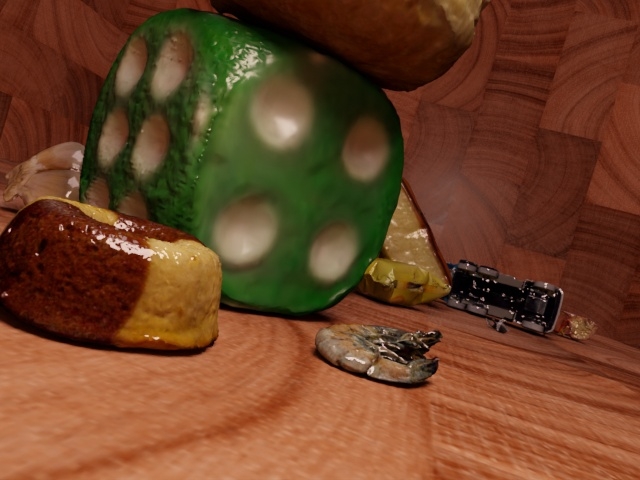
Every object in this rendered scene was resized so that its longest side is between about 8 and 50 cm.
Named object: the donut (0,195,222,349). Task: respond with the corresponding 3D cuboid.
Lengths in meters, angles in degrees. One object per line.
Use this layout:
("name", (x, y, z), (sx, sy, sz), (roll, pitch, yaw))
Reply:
("donut", (-0.150, 0.019, 0.377), (0.166, 0.073, 0.184), (19, 1, -25))

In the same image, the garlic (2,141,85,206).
("garlic", (-0.401, -0.081, 0.793), (0.099, 0.124, 0.174), (55, 4, -47))

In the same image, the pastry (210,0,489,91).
("pastry", (0.009, -0.266, 0.542), (0.330, 0.136, 0.329), (21, 8, -3))

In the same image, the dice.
("dice", (-0.097, -0.084, 0.633), (0.300, 0.296, 0.287), (16, 5, -41))

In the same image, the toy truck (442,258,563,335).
("toy truck", (0.507, 0.159, 1.506), (0.368, 0.146, 0.175), (17, -3, 31))

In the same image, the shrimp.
("shrimp", (0.068, 0.105, 0.467), (0.161, 0.034, 0.091), (7, 18, -41))

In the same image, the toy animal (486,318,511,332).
("toy animal", (0.416, 0.195, 1.185), (0.050, 0.028, 0.084), (8, 2, -3))

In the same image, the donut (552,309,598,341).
("donut", (0.748, 0.257, 1.664), (0.233, 0.085, 0.199), (16, 2, -15))

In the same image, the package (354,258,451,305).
("package", (0.150, 0.087, 1.088), (0.227, 0.090, 0.168), (12, 0, -39))

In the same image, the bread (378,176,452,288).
("bread", (0.216, -0.005, 1.399), (0.143, 0.323, 0.333), (-25, 0, 2))
